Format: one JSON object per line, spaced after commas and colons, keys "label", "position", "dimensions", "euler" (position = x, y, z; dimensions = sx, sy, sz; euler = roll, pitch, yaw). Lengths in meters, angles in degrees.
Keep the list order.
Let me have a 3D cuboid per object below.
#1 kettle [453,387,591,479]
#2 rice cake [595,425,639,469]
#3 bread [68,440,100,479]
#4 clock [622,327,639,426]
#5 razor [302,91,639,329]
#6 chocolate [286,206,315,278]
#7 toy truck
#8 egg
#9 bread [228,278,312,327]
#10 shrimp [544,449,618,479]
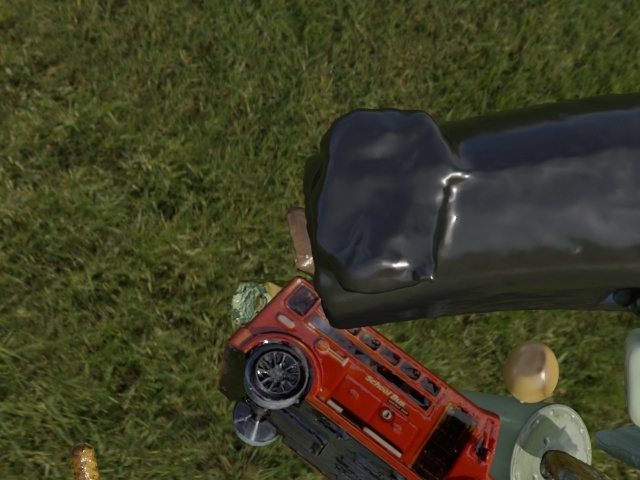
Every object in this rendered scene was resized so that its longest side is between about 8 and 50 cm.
{"label": "kettle", "position": [0.413, 0.483, 1.703], "dimensions": [0.361, 0.377, 0.250], "euler": [28, 74, -31]}
{"label": "rice cake", "position": [0.583, 0.362, 1.260], "dimensions": [0.127, 0.237, 0.043], "euler": [-6, 93, -11]}
{"label": "bread", "position": [-0.427, 0.446, 1.368], "dimensions": [0.044, 0.052, 0.157], "euler": [-15, 97, -39]}
{"label": "clock", "position": [0.543, 0.202, 1.083], "dimensions": [0.191, 0.062, 0.151], "euler": [-3, 110, 17]}
{"label": "razor", "position": [0.155, -0.009, 0.400], "dimensions": [0.327, 0.189, 0.107], "euler": [-1, 74, 7]}
{"label": "chocolate", "position": [0.000, 0.000, 0.647], "dimensions": [0.031, 0.101, 0.064], "euler": [-18, 73, 12]}
{"label": "toy truck", "position": [0.045, 0.144, 0.561], "dimensions": [0.253, 0.107, 0.114], "euler": [35, 56, 10]}
{"label": "egg", "position": [0.310, 0.191, 1.096], "dimensions": [0.080, 0.096, 0.080], "euler": [-3, 45, 3]}
{"label": "bread", "position": [-0.046, 0.115, 1.368], "dimensions": [0.087, 0.269, 0.098], "euler": [45, 113, 32]}
{"label": "shrimp", "position": [0.579, 0.504, 1.272], "dimensions": [0.445, 0.272, 0.085], "euler": [35, 91, -5]}
